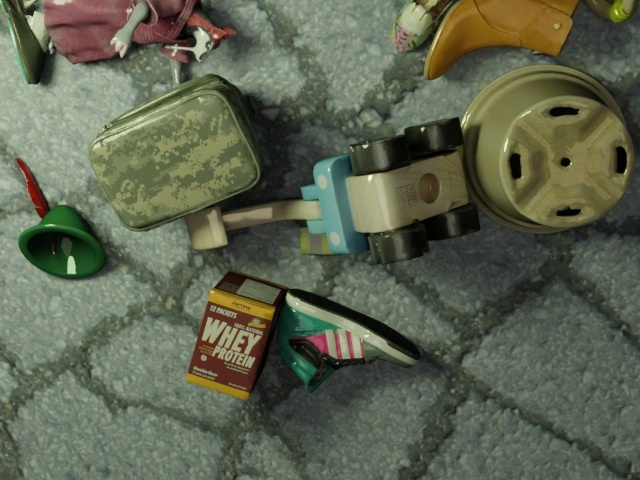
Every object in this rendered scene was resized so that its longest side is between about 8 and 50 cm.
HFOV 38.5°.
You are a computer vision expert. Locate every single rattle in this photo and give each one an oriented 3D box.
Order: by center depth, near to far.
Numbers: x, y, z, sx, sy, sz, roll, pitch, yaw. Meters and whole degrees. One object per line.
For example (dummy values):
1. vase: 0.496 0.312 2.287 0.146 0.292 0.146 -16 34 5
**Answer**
1. rattle: 0.533 -0.512 1.705 0.143 0.130 0.200 -45 67 0

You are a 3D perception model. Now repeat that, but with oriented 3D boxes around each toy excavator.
1. toy excavator: 0.015 -0.068 1.765 0.433 0.445 0.222 -19 100 -36

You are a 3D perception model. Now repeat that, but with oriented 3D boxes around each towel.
1. towel: 0.000 0.000 1.873 0.083 0.009 0.060 -2 101 6

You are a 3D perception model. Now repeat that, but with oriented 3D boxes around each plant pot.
1. plant pot: 0.419 -0.151 1.657 0.334 0.305 0.333 1 100 5

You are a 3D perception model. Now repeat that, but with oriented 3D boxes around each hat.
1. hat: -0.526 -0.051 1.907 0.173 0.183 0.208 -9 141 14

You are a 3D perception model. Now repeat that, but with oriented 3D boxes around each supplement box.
1. supplement box: -0.163 0.183 1.827 0.129 0.194 0.191 17 101 2

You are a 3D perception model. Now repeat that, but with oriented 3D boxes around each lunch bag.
1. lunch bag: -0.268 -0.177 1.744 0.305 0.256 0.212 -23 107 8

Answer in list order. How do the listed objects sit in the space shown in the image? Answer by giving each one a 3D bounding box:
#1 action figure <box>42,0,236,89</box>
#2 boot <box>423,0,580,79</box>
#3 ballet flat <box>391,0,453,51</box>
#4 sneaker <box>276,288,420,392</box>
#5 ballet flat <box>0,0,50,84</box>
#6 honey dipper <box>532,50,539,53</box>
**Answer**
1. action figure: -0.340 -0.430 1.767 0.370 0.248 0.275 6 74 5
2. boot: 0.345 -0.387 1.706 0.211 0.104 0.295 33 99 12
3. ballet flat: 0.212 -0.453 1.738 0.077 0.079 0.221 42 101 -3
4. sneaker: 0.037 0.235 1.853 0.296 0.124 0.178 24 102 1
5. ballet flat: -0.585 -0.452 1.809 0.096 0.095 0.280 -21 98 -4
6. honey dipper: 0.416 -0.438 1.748 0.031 0.030 0.160 -4 97 6
